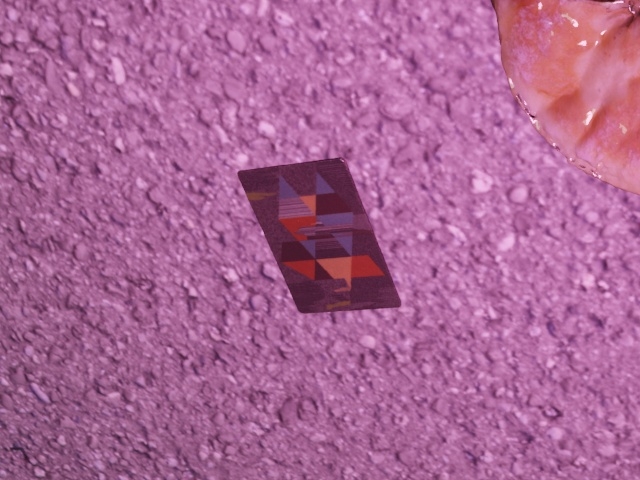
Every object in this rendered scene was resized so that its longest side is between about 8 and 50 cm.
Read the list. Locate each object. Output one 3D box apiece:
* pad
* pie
[{"bbox_3d":[0.000,0.000,1.484,0.142,0.003,0.211,-6,125,29],"label":"pad"},{"bbox_3d":[0.304,-0.168,1.124,0.337,0.075,0.338,22,128,31],"label":"pie"}]
